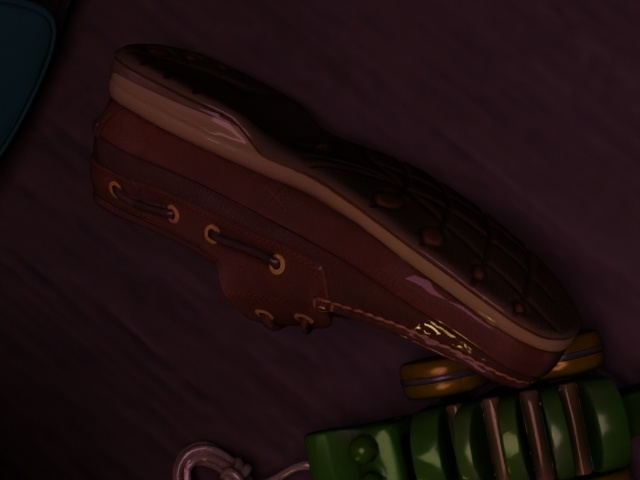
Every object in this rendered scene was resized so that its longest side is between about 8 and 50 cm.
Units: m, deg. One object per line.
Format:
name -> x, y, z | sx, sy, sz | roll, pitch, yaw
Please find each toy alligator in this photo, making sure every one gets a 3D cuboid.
toy alligator -> 0.035, 0.067, 0.539 | 0.189, 0.051, 0.056 | -11, 89, 14

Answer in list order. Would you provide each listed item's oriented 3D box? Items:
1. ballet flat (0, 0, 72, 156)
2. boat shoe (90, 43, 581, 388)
ballet flat -> -0.115, -0.096, 0.567 | 0.074, 0.074, 0.203 | 33, 105, 10
boat shoe -> 0.000, 0.000, 0.539 | 0.178, 0.064, 0.060 | 31, 110, 23
